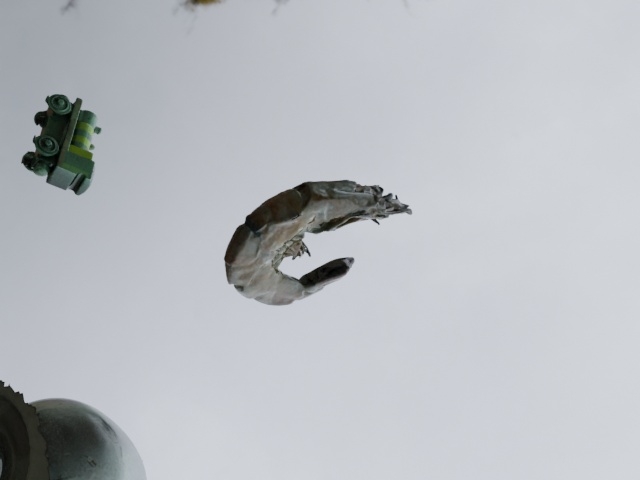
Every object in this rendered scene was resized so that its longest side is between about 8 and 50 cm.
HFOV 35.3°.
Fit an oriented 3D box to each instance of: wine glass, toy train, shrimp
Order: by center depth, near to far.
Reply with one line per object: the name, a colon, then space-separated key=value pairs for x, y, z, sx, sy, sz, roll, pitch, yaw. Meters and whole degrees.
wine glass: x=-0.362 y=0.308 z=1.288 sx=0.237 sy=0.323 sz=0.238 roll=-6 pitch=-108 yaw=17
shrimp: x=0.000 y=0.000 z=1.697 sx=0.085 sy=0.360 sz=0.247 roll=48 pitch=-34 yaw=41
toy train: x=-0.490 y=-0.191 z=1.929 sx=0.083 sy=0.132 sz=0.200 roll=-41 pitch=-147 yaw=45
